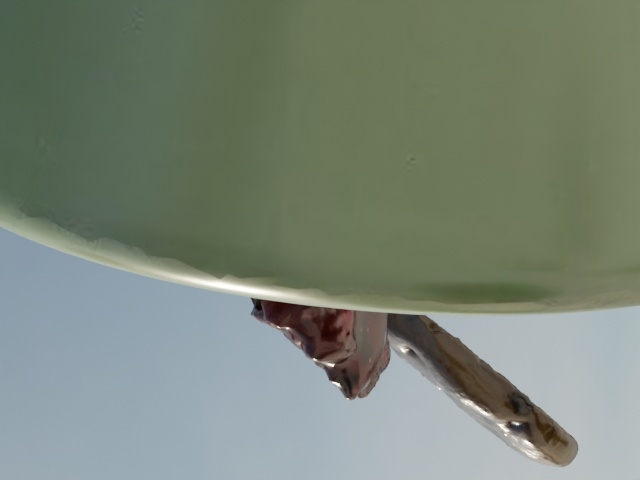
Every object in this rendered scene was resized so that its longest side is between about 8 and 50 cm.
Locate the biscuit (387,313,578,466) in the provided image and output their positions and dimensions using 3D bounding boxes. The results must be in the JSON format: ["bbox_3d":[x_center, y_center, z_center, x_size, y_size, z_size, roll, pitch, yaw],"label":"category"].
[{"bbox_3d":[0.095,0.093,1.139,0.036,0.212,0.212,-51,-28,-3],"label":"biscuit"}]

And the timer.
[{"bbox_3d":[0.028,-0.171,0.459,0.291,0.291,0.315,-29,-51,-59],"label":"timer"}]

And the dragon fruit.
[{"bbox_3d":[0.003,-0.003,0.540,0.063,0.097,0.131,-46,-3,8],"label":"dragon fruit"}]
